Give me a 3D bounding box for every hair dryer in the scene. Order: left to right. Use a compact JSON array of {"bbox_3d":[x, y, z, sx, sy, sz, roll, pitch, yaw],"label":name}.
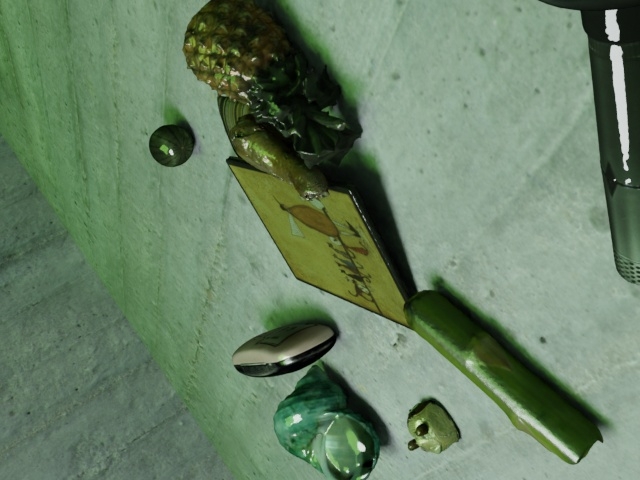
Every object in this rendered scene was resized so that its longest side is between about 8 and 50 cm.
[{"bbox_3d":[0.273,-0.078,0.474,0.284,0.156,0.320,20,145,53],"label":"hair dryer"}]

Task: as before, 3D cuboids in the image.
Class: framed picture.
[{"bbox_3d":[0.000,0.000,1.130,0.339,0.014,0.255,20,145,54],"label":"framed picture"}]

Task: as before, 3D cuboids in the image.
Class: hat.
[{"bbox_3d":[0.159,0.281,1.146,0.076,0.059,0.077,52,150,4],"label":"hat"}]

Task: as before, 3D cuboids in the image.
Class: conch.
[{"bbox_3d":[0.011,0.329,1.392,0.196,0.134,0.202,-25,90,24],"label":"conch"}]

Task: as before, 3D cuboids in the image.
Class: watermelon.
[{"bbox_3d":[-0.274,-0.173,1.418,0.111,0.078,0.078,0,117,62],"label":"watermelon"}]

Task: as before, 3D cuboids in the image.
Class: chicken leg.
[{"bbox_3d":[-0.055,-0.107,0.998,0.198,0.069,0.084,43,158,39],"label":"chicken leg"}]

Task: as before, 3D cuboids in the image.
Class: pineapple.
[{"bbox_3d":[-0.056,-0.193,0.958,0.248,0.128,0.128,44,152,16],"label":"pineapple"}]

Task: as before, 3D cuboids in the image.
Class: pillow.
[{"bbox_3d":[-0.090,-0.154,1.142,0.203,0.038,0.113,22,136,53],"label":"pillow"}]

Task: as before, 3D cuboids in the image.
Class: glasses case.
[{"bbox_3d":[-0.072,0.198,1.402,0.075,0.122,0.314,66,156,-1],"label":"glasses case"}]

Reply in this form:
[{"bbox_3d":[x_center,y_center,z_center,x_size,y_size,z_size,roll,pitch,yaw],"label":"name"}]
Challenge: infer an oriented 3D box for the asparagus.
[{"bbox_3d":[0.209,0.156,0.917,0.278,0.060,0.067,43,131,30],"label":"asparagus"}]
